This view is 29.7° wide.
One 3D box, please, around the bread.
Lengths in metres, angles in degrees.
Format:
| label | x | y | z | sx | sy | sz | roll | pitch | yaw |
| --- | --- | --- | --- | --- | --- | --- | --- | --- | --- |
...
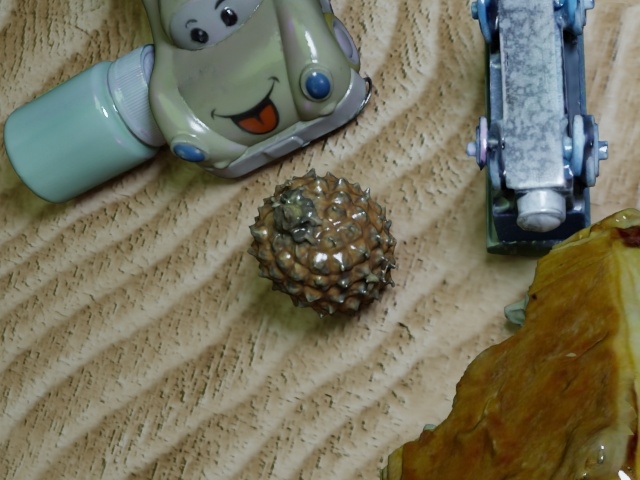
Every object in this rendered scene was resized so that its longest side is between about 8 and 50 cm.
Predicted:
| label | x | y | z | sx | sy | sz | roll | pitch | yaw |
| --- | --- | --- | --- | --- | --- | --- | --- | --- | --- |
| bread | 0.219 | 0.182 | 1.105 | 0.314 | 0.191 | 0.370 | -37 | 27 | 33 |

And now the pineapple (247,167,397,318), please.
| label | x | y | z | sx | sy | sz | roll | pitch | yaw |
| --- | --- | --- | --- | --- | --- | --- | --- | --- | --- |
| pineapple | 0.000 | 0.000 | 1.306 | 0.166 | 0.193 | 0.166 | -9 | 69 | 23 |

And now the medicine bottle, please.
| label | x | y | z | sx | sy | sz | roll | pitch | yaw |
| --- | --- | --- | --- | --- | --- | --- | --- | --- | --- |
| medicine bottle | -0.284 | -0.150 | 1.555 | 0.225 | 0.139 | 0.139 | -25 | 62 | 21 |

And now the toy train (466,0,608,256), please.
| label | x | y | z | sx | sy | sz | roll | pitch | yaw |
| --- | --- | --- | --- | --- | --- | --- | --- | --- | --- |
| toy train | 0.222 | -0.137 | 1.224 | 0.131 | 0.202 | 0.299 | -1 | 71 | 13 |

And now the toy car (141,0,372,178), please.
| label | x | y | z | sx | sy | sz | roll | pitch | yaw |
| --- | --- | --- | --- | --- | --- | --- | --- | --- | --- |
| toy car | -0.112 | -0.277 | 1.448 | 0.242 | 0.226 | 0.336 | -25 | 61 | 21 |
